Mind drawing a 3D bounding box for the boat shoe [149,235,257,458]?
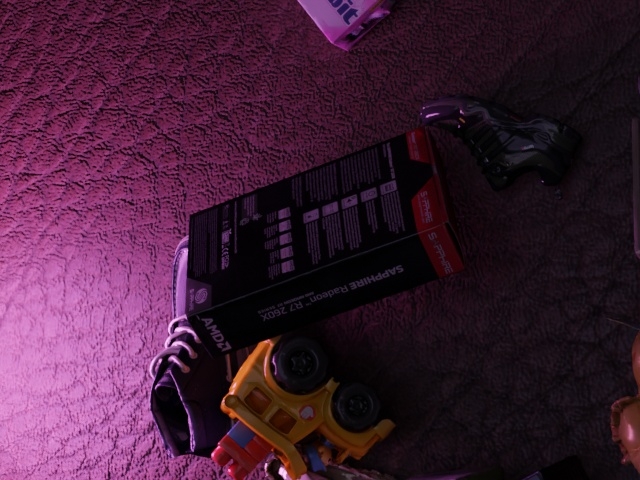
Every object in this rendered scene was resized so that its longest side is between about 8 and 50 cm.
[{"bbox_3d":[-0.179,0.153,1.945,0.127,0.158,0.341,-25,76,37],"label":"boat shoe"}]

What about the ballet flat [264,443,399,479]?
[{"bbox_3d":[0.022,0.352,1.898,0.241,0.077,0.091,13,91,24],"label":"ballet flat"}]

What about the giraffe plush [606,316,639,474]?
[{"bbox_3d":[0.435,0.206,1.681,0.210,0.181,0.170,20,103,33],"label":"giraffe plush"}]

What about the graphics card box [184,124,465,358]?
[{"bbox_3d":[0.000,0.000,1.823,0.371,0.094,0.233,-20,37,10],"label":"graphics card box"}]

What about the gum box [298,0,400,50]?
[{"bbox_3d":[0.019,-0.374,1.953,0.107,0.062,0.188,-42,71,17],"label":"gum box"}]

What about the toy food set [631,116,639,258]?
[{"bbox_3d":[0.533,-0.089,1.632,0.306,0.092,0.220,-11,51,24],"label":"toy food set"}]

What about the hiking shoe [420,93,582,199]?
[{"bbox_3d":[0.231,-0.127,1.828,0.227,0.086,0.114,16,90,24],"label":"hiking shoe"}]

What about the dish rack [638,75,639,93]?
[{"bbox_3d":[0.504,-0.311,1.723,0.208,0.074,0.272,-8,83,23],"label":"dish rack"}]

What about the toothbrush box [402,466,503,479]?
[{"bbox_3d":[0.172,0.447,1.753,0.122,0.206,0.283,-11,83,23],"label":"toothbrush box"}]

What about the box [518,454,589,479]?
[{"bbox_3d":[0.290,0.368,1.703,0.108,0.207,0.153,-31,75,19],"label":"box"}]

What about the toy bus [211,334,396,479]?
[{"bbox_3d":[-0.038,0.252,1.840,0.220,0.149,0.211,38,76,1],"label":"toy bus"}]
